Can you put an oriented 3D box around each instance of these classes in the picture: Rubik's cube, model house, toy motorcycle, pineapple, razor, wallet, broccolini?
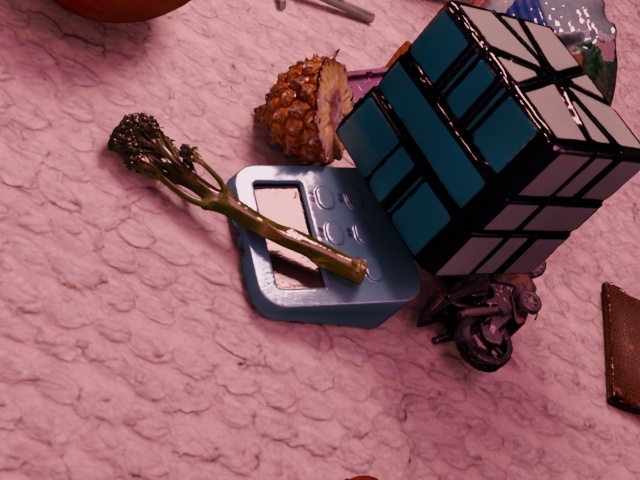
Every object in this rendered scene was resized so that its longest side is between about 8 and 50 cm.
[{"bbox_3d":[0.241,-0.136,1.735,0.293,0.283,0.288,1,52,-46],"label":"Rubik's cube"},{"bbox_3d":[0.284,-0.269,2.023,0.329,0.295,0.251,-1,65,-12],"label":"model house"},{"bbox_3d":[0.250,0.069,1.872,0.173,0.108,0.307,36,43,-3],"label":"toy motorcycle"},{"bbox_3d":[-0.039,-0.192,1.793,0.161,0.137,0.176,65,32,-50],"label":"pineapple"},{"bbox_3d":[0.012,-0.408,2.058,0.211,0.036,0.084,10,57,-36],"label":"razor"},{"bbox_3d":[0.536,0.194,2.076,0.133,0.039,0.243,24,48,-19],"label":"wallet"},{"bbox_3d":[-0.100,-0.060,1.624,0.392,0.074,0.078,27,60,-7],"label":"broccolini"}]

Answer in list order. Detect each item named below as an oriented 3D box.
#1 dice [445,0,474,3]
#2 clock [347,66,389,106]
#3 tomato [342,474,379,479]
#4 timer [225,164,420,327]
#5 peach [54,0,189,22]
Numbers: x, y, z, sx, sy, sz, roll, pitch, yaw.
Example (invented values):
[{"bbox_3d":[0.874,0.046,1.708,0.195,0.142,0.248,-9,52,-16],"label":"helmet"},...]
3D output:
[{"bbox_3d":[0.254,-0.643,2.268,0.304,0.277,0.304,1,59,-37],"label":"dice"},{"bbox_3d":[0.086,-0.221,1.974,0.153,0.050,0.110,-14,71,-45],"label":"clock"},{"bbox_3d":[0.045,0.332,1.508,0.087,0.087,0.075,3,61,-40],"label":"tomato"},{"bbox_3d":[0.000,0.000,1.711,0.250,0.091,0.231,5,58,-36],"label":"timer"},{"bbox_3d":[-0.269,-0.448,1.665,0.308,0.308,0.332,42,26,-9],"label":"peach"}]
